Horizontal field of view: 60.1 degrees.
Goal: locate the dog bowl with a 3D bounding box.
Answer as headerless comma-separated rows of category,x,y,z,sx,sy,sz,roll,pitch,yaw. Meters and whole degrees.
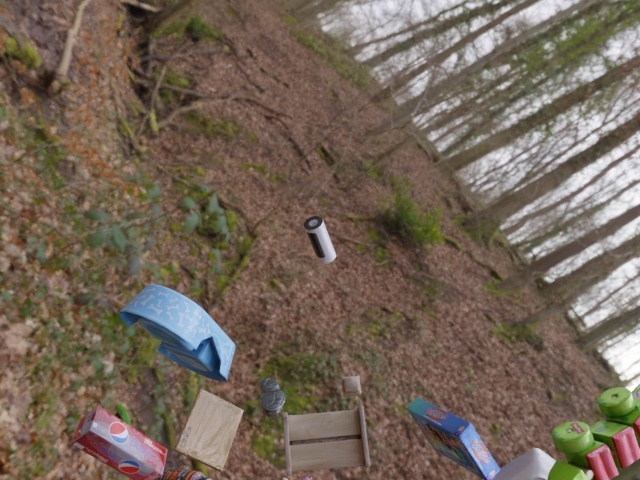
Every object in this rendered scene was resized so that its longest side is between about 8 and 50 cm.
dog bowl,-0.270,0.186,1.098,0.165,0.074,0.297,12,-31,26

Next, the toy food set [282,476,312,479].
toy food set,-0.014,0.459,0.971,0.019,0.122,0.078,-41,-148,55

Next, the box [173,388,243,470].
box,-0.343,0.589,1.723,0.164,0.201,0.021,32,-42,-16

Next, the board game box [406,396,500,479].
board game box,0.324,0.489,1.370,0.160,0.047,0.210,57,-21,-18

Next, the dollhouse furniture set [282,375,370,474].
dollhouse furniture set,-0.040,0.532,1.349,0.174,0.303,0.356,93,-6,-64

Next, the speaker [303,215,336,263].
speaker,0.000,0.000,1.509,0.055,0.055,0.136,54,-11,48

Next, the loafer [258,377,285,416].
loafer,-0.183,0.605,2.081,0.267,0.096,0.084,-134,-138,-76

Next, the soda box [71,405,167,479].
soda box,-0.564,0.586,1.570,0.263,0.083,0.092,47,17,-26

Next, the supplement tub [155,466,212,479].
supplement tub,-0.466,0.844,1.903,0.106,0.197,0.106,20,68,-62

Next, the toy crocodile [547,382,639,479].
toy crocodile,0.529,0.360,0.993,0.105,0.340,0.115,-16,-82,65

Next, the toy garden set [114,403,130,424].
toy garden set,-0.644,0.659,1.820,0.203,0.049,0.244,-1,-74,61

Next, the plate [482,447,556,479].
plate,0.515,0.665,1.423,0.277,0.278,0.045,38,19,-30
